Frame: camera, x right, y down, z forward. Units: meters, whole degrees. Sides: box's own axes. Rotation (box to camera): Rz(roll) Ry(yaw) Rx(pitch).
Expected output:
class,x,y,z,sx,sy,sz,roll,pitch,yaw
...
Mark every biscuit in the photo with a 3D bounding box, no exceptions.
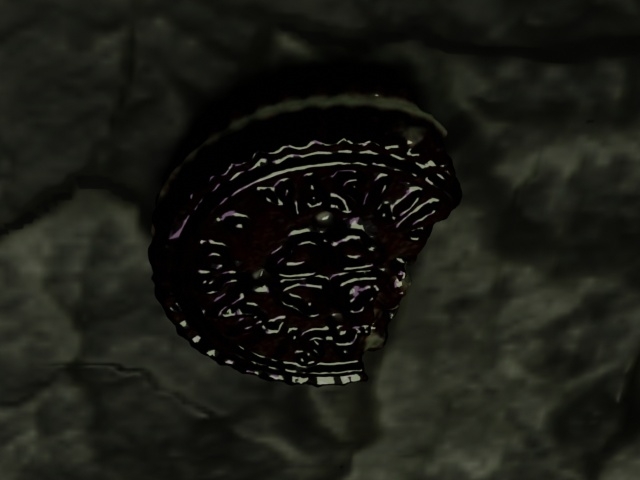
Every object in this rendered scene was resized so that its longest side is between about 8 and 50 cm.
class,x,y,z,sx,sy,sz,roll,pitch,yaw
biscuit,0.000,0.000,0.470,0.087,0.027,0.089,-29,129,20
